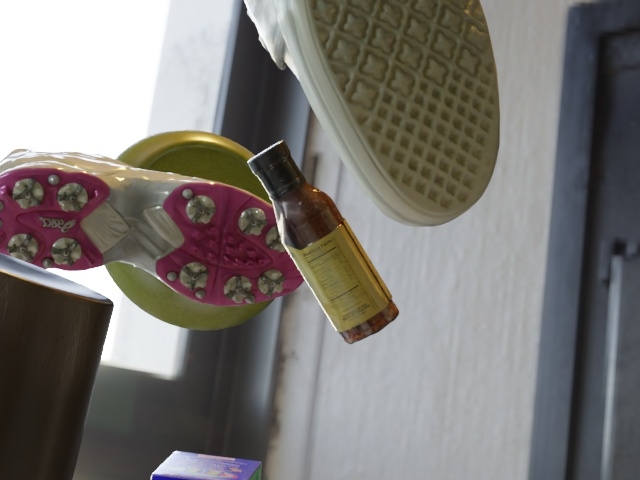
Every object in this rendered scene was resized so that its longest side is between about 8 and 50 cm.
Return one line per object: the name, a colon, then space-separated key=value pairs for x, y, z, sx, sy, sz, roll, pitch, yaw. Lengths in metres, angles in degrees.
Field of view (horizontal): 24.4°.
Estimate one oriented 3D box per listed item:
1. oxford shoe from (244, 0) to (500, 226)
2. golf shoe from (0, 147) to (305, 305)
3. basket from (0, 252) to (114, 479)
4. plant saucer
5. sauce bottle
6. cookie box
oxford shoe: x=-0.004 y=-0.208 z=1.095 sx=0.169 sy=0.449 sz=0.130 roll=-17 pitch=-14 yaw=-37
golf shoe: x=-0.154 y=-0.026 z=1.336 sx=0.306 sy=0.115 sz=0.140 roll=14 pitch=18 yaw=-21
basket: x=-0.216 y=0.120 z=0.857 sx=0.204 sy=0.227 sz=0.154 roll=21 pitch=0 yaw=34
plant saucer: x=-0.134 y=-0.020 z=1.665 sx=0.241 sy=0.241 sz=0.037 roll=14 pitch=-23 yaw=-19
sauce bottle: x=0.000 y=0.000 z=0.895 sx=0.042 sy=0.128 sz=0.042 roll=-30 pitch=4 yaw=2
cookie box: x=-0.108 y=0.237 z=1.427 sx=0.091 sy=0.040 sz=0.107 roll=6 pitch=4 yaw=7
